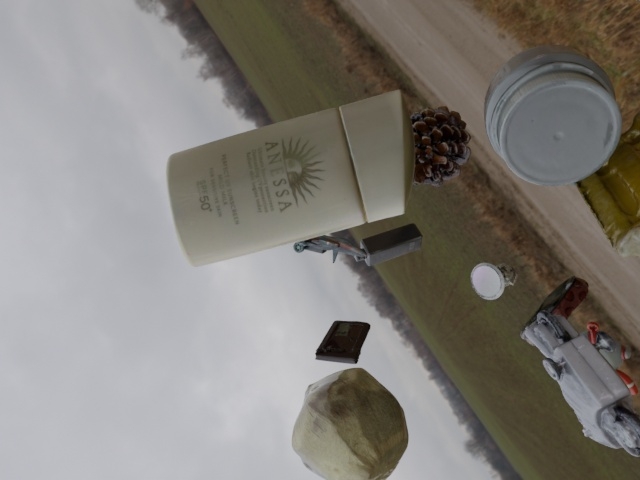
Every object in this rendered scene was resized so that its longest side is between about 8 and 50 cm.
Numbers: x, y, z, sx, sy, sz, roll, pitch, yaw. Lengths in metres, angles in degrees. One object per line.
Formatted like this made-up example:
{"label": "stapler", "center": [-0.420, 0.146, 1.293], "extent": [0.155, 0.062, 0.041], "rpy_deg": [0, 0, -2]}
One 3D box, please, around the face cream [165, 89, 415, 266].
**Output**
{"label": "face cream", "center": [-0.036, -0.084, 0.629], "extent": [0.081, 0.348, 0.174], "rpy_deg": [40, -143, -78]}

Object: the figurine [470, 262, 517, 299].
{"label": "figurine", "center": [0.615, 0.131, 1.566], "extent": [0.153, 0.132, 0.132], "rpy_deg": [-10, -126, -36]}

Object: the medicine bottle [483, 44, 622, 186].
{"label": "medicine bottle", "center": [0.471, -0.262, 0.937], "extent": [0.245, 0.245, 0.306], "rpy_deg": [54, -150, -15]}

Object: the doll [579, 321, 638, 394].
{"label": "doll", "center": [0.838, 0.381, 1.371], "extent": [0.105, 0.199, 0.337], "rpy_deg": [-47, -56, -45]}

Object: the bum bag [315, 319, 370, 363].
{"label": "bum bag", "center": [0.059, 0.252, 1.131], "extent": [0.159, 0.109, 0.026], "rpy_deg": [-48, -45, -58]}

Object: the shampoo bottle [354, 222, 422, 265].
{"label": "shampoo bottle", "center": [0.238, 0.019, 1.615], "extent": [0.080, 0.245, 0.079], "rpy_deg": [82, 168, -51]}

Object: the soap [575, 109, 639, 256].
{"label": "soap", "center": [0.646, -0.121, 0.815], "extent": [0.156, 0.293, 0.335], "rpy_deg": [38, -149, -5]}

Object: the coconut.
{"label": "coconut", "center": [0.046, 0.348, 0.848], "extent": [0.224, 0.224, 0.224], "rpy_deg": [55, -177, -5]}

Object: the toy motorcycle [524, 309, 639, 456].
{"label": "toy motorcycle", "center": [0.459, 0.250, 0.785], "extent": [0.260, 0.110, 0.171], "rpy_deg": [63, 179, 38]}

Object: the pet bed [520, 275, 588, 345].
{"label": "pet bed", "center": [0.543, 0.162, 1.050], "extent": [0.053, 0.201, 0.201], "rpy_deg": [38, 177, 20]}

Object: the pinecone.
{"label": "pinecone", "center": [0.348, -0.292, 1.455], "extent": [0.264, 0.264, 0.264], "rpy_deg": [55, -177, -5]}

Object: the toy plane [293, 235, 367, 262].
{"label": "toy plane", "center": [-0.003, 0.007, 1.514], "extent": [0.326, 0.105, 0.223], "rpy_deg": [26, -164, 13]}

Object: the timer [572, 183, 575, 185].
{"label": "timer", "center": [0.663, -0.195, 1.143], "extent": [0.231, 0.091, 0.250], "rpy_deg": [27, -157, -35]}
